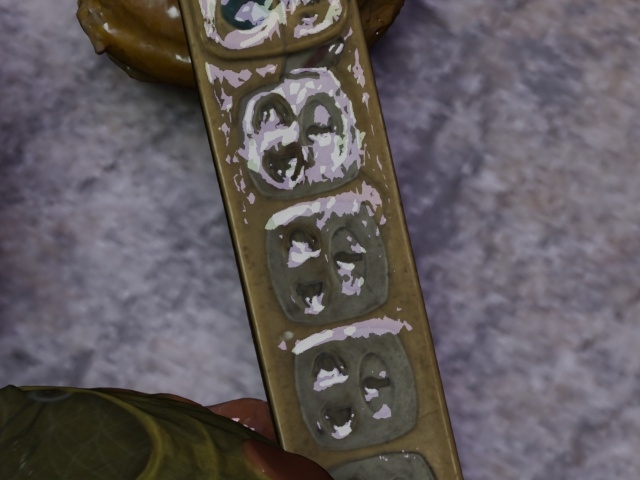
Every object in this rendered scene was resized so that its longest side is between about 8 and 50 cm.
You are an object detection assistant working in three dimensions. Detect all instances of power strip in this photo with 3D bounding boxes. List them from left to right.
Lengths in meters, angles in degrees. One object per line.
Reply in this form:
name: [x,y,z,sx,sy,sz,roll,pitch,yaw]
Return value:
power strip: [0.000,0.000,0.687,0.064,0.044,0.305,-13,92,-1]

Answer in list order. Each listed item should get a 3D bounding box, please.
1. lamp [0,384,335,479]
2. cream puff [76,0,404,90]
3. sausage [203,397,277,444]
lamp: [-0.075,0.187,0.583,0.250,0.250,0.284,-7,111,-2]
cream puff: [-0.032,-0.118,0.758,0.144,0.103,0.126,-4,86,3]
sausage: [-0.092,0.083,0.718,0.158,0.036,0.042,-2,82,-1]
